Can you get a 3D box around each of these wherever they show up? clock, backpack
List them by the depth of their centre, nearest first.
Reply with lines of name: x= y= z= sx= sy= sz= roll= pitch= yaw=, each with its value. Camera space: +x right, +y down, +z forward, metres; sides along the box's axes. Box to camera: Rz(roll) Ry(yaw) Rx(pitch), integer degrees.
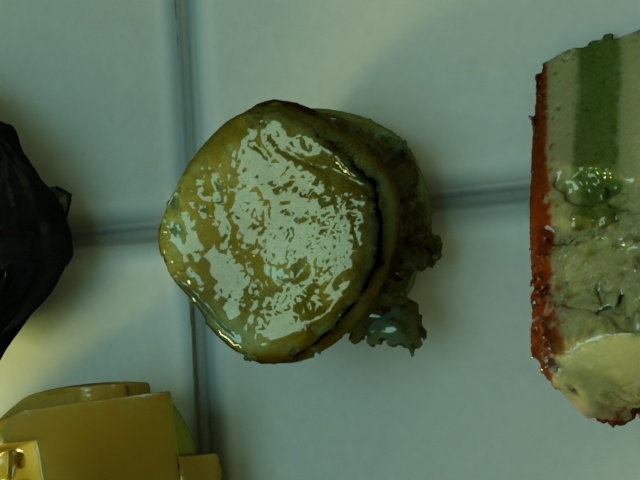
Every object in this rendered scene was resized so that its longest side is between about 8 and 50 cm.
clock: x=-0.211 y=0.229 z=1.255 sx=0.317 sy=0.200 sz=0.244 roll=-16 pitch=77 yaw=41
backpack: x=-0.279 y=-0.017 z=1.339 sx=0.258 sy=0.133 sz=0.206 roll=54 pitch=125 yaw=29

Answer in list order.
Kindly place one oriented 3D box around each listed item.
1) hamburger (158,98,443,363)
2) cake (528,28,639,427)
hamburger: x=0.000 y=0.000 z=1.149 sx=0.159 sy=0.131 sz=0.185 roll=-46 pitch=72 yaw=15
cake: x=0.181 y=-0.001 z=1.075 sx=0.086 sy=0.117 sz=0.220 roll=-20 pitch=45 yaw=29
